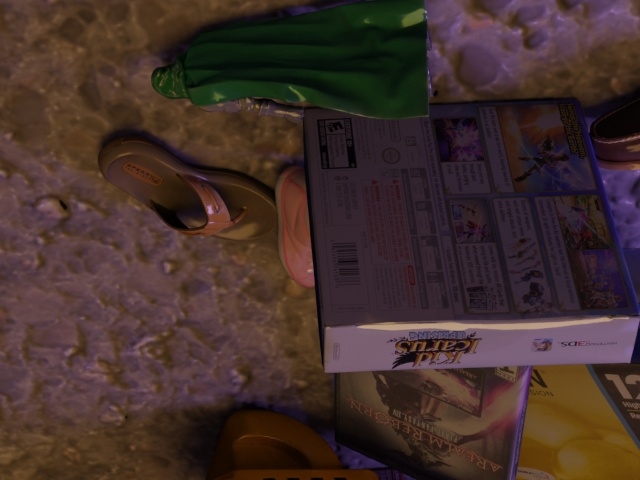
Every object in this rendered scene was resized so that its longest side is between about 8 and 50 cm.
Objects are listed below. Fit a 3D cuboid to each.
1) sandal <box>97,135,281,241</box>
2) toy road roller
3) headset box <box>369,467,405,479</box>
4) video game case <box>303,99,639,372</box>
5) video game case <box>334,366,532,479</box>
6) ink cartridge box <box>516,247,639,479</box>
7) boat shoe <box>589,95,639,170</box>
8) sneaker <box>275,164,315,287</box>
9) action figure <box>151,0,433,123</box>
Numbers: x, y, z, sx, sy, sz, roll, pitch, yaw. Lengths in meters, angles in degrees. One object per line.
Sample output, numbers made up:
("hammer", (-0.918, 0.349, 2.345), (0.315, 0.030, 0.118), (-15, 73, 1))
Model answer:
("sandal", (-0.116, -0.035, 1.453), (0.180, 0.049, 0.072), (24, 126, -30))
("toy road roller", (0.005, 0.298, 1.652), (0.329, 0.241, 0.202), (3, 135, -20))
("headset box", (0.057, 0.276, 1.763), (0.083, 0.032, 0.062), (-5, 133, -2))
("video game case", (0.114, -0.009, 1.351), (0.244, 0.270, 0.061), (-3, 133, -2))
("video game case", (0.102, 0.145, 1.569), (0.196, 0.026, 0.274), (23, 141, 20))
("ink cartridge box", (0.246, 0.128, 1.510), (0.303, 0.072, 0.307), (1, 141, 43))
("boat shoe", (0.326, -0.122, 1.405), (0.207, 0.073, 0.073), (-18, 130, 2))
("sneaker", (0.000, 0.000, 1.477), (0.051, 0.070, 0.134), (-36, 137, -29))
("action figure", (-0.026, -0.142, 1.338), (0.232, 0.137, 0.063), (-3, 145, 9))
